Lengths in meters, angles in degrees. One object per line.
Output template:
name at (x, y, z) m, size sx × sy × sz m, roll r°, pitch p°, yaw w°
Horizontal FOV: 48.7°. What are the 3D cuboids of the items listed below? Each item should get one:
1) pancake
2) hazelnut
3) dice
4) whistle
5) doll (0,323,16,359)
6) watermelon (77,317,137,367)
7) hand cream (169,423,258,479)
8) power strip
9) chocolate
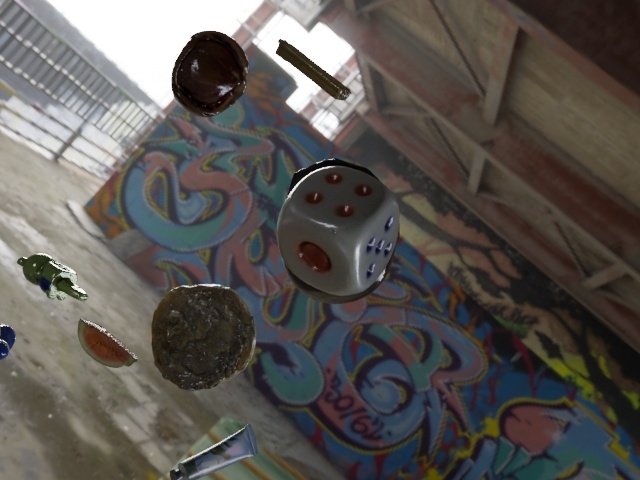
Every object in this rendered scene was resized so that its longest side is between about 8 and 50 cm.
pancake at (-0.287, 0.234, 1.716) m, size 0.282 × 0.282 × 0.049 m, roll 42°, pitch 12°, yaw 1°
hazelnut at (-0.268, -0.398, 1.683) m, size 0.170 × 0.202 × 0.160 m, roll 12°, pitch 18°, yaw -33°
dice at (0.037, -0.020, 1.418) m, size 0.193 × 0.192 × 0.194 m, roll 21°, pitch -40°, yaw 25°
whistle at (-0.678, 0.099, 1.803) m, size 0.227 × 0.085 × 0.105 m, roll 28°, pitch 1°, yaw 25°
doll at (-0.724, 0.233, 1.600) m, size 0.143 × 0.057 × 0.099 m, roll -135°, pitch -149°, yaw -65°
watermelon at (-0.512, 0.254, 1.670) m, size 0.163 × 0.069 × 0.087 m, roll 38°, pitch -11°, yaw -6°
hand cream at (-0.277, 0.569, 1.862) m, size 0.055 × 0.255 × 0.088 m, roll -21°, pitch -94°, yaw 51°
power strip at (-0.028, -0.490, 2.032) m, size 0.305 × 0.044 × 0.064 m, roll 43°, pitch 26°, yaw 22°
chocolate at (0.032, 0.009, 1.987) m, size 0.383 × 0.383 × 0.331 m, roll 42°, pitch 32°, yaw -11°
